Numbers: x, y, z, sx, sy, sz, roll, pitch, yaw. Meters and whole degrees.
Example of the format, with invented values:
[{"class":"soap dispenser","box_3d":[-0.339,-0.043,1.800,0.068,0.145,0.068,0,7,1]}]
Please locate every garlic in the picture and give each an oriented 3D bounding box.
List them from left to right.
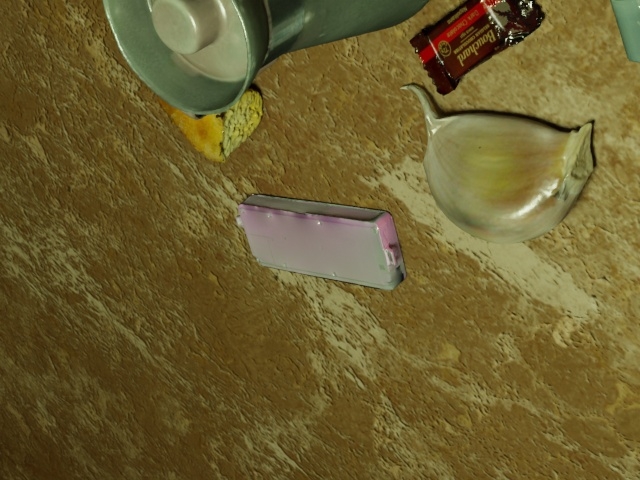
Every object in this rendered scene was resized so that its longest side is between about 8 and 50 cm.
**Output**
[{"class":"garlic","box_3d":[0.187,-0.080,1.573,0.266,0.148,0.128,20,169,27]}]

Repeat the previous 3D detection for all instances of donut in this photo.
[{"class":"donut","box_3d":[-0.158,-0.248,1.761,0.152,0.101,0.259,29,138,26]}]

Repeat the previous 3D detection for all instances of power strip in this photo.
[{"class":"power strip","box_3d":[0.000,0.000,1.859,0.278,0.037,0.109,9,127,40]}]

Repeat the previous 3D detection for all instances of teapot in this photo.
[{"class":"teapot","box_3d":[-0.050,-0.282,1.433,0.253,0.344,0.300,40,141,15]}]

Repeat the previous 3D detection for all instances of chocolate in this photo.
[{"class":"chocolate","box_3d":[0.173,-0.234,1.509,0.086,0.028,0.182,57,141,4]}]

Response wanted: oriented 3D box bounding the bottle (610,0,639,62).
[{"class":"bottle","box_3d":[0.295,-0.312,1.279,0.082,0.082,0.286,1,121,44]}]
